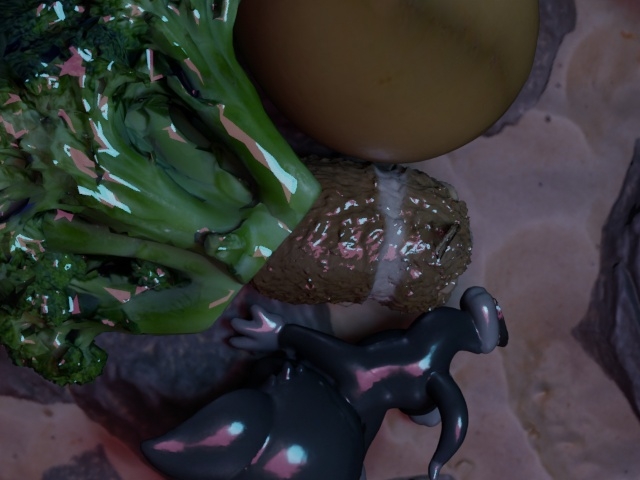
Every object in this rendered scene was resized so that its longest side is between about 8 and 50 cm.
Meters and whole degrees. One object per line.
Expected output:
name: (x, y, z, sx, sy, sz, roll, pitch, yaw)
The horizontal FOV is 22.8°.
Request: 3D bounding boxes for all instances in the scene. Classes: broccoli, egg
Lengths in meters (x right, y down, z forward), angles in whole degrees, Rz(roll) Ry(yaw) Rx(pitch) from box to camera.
broccoli: (-0.126, -0.056, 0.979, 0.245, 0.265, 0.294, 39, 121, 7)
egg: (0.036, -0.162, 1.038, 0.201, 0.201, 0.244, -52, 149, -2)

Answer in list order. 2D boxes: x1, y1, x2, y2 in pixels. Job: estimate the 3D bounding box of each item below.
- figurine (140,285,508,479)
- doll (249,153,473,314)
figurine: (0.021, 0.140, 1.146, 0.265, 0.140, 0.193, -19, 124, 1)
doll: (-0.003, -0.007, 1.113, 0.221, 0.115, 0.105, 5, 80, 9)
